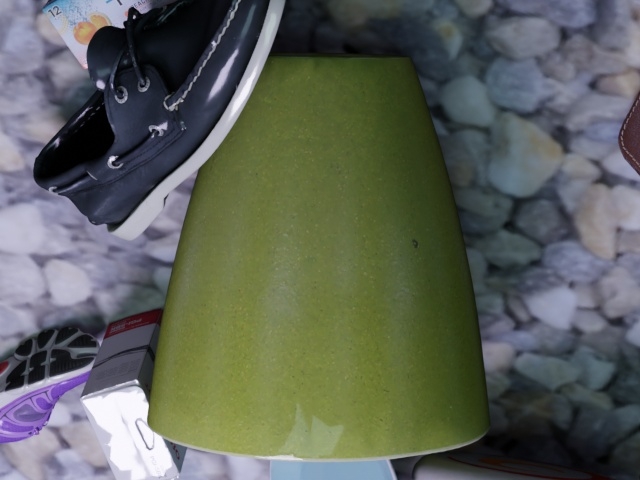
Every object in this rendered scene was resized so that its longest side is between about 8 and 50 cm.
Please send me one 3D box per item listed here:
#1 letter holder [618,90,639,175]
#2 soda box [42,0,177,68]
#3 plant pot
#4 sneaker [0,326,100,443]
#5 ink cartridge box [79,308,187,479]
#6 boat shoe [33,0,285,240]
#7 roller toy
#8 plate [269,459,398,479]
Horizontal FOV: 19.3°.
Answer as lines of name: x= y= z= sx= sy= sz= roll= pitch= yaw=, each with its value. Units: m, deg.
letter holder: x=0.398 y=-0.130 z=1.457 sx=0.152 sy=0.214 sz=0.302 roll=13 pitch=118 yaw=-37
soda box: x=-0.128 y=-0.211 z=1.492 sx=0.183 sy=0.058 sz=0.063 roll=-29 pitch=109 yaw=15
plant pot: x=0.000 y=0.000 z=1.486 sx=0.274 sy=0.275 sz=0.294 roll=1 pitch=98 yaw=4
sneaker: x=-0.254 y=0.135 z=1.664 sx=0.170 sy=0.068 sz=0.071 roll=-29 pitch=124 yaw=24
ink cartridge box: x=-0.152 y=0.135 z=1.606 sx=0.056 sy=0.135 sz=0.099 roll=-16 pitch=111 yaw=12
boat shoe: x=-0.132 y=-0.118 z=1.442 sx=0.113 sy=0.127 sz=0.340 roll=22 pitch=148 yaw=-16
roller toy: x=0.161 y=0.263 z=1.595 sx=0.209 sy=0.191 sz=0.146 roll=8 pitch=89 yaw=44
plate: x=0.019 y=0.225 z=1.635 sx=0.024 sy=0.188 sz=0.188 roll=-9 pitch=121 yaw=-36
